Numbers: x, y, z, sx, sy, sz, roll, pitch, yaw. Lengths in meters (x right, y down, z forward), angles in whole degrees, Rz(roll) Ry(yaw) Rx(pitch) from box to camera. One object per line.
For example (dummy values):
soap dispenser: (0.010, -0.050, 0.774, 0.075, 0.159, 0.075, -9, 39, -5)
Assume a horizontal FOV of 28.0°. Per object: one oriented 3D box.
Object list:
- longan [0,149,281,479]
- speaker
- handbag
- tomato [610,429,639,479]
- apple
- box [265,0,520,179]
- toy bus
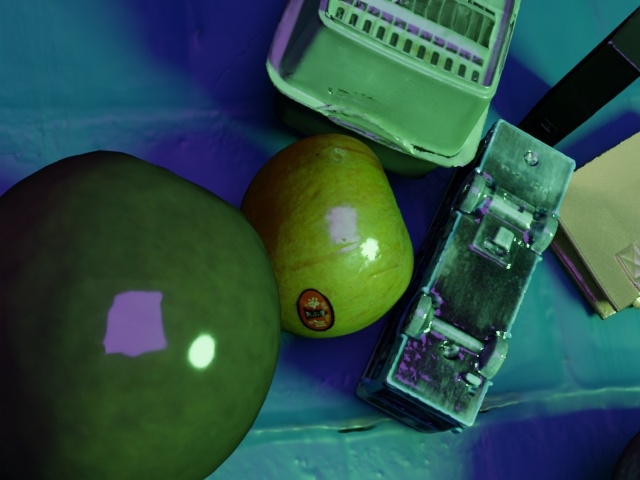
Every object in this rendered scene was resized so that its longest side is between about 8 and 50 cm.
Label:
longan: (-0.173, 0.079, 1.053, 0.297, 0.297, 0.297, 5, 71, -15)
speaker: (0.274, -0.161, 1.290, 0.044, 0.218, 0.082, 43, 67, 0)
handbag: (0.340, -0.026, 1.351, 0.212, 0.059, 0.157, -31, 82, -22)
tomato: (0.383, 0.284, 1.197, 0.334, 0.176, 0.290, 6, 88, -26)
apple: (0.000, 0.000, 1.182, 0.155, 0.182, 0.183, -20, 78, 2)
box: (0.079, -0.213, 1.255, 0.220, 0.166, 0.291, 24, 54, -7)
toy bus: (0.139, 0.037, 1.232, 0.106, 0.131, 0.297, 29, 67, -6)
